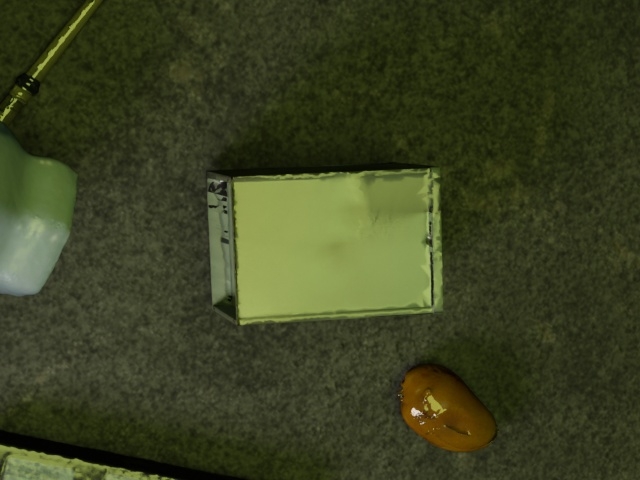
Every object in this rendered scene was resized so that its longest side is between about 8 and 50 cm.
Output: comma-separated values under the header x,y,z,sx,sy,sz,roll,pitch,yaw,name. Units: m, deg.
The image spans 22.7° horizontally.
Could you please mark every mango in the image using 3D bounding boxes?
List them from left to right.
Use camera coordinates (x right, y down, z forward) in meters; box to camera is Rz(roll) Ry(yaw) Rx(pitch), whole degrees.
x,y,z,sx,sy,sz,roll,pitch,yaw,name
0.137,0.184,1.697,0.127,0.063,0.077,37,80,-18,mango

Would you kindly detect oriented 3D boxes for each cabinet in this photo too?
x,y,z,sx,sy,sz,roll,pitch,yaw,name
0.000,0.000,1.585,0.206,0.150,0.145,-3,96,-14,cabinet

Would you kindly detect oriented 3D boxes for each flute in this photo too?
x,y,z,sx,sy,sz,roll,pitch,yaw,name
-0.259,-0.185,1.552,0.027,0.027,0.233,39,88,-17,flute

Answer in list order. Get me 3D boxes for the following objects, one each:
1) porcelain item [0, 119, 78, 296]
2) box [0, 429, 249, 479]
x,y,z,sx,sy,sz,roll,pitch,yaw,name
-0.424,-0.076,1.391,0.405,0.242,0.178,22,79,-36,porcelain item
-0.210,0.327,1.634,0.350,0.058,0.211,13,95,-17,box
